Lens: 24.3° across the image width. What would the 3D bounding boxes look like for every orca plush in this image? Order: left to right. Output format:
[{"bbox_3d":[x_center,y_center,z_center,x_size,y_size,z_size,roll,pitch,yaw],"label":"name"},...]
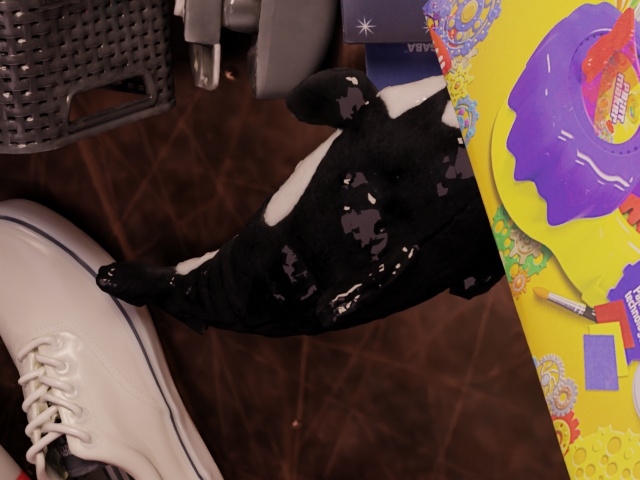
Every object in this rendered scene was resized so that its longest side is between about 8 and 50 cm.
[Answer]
[{"bbox_3d":[0.000,0.000,0.776,0.287,0.102,0.151,-13,117,25],"label":"orca plush"}]

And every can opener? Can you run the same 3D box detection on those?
[{"bbox_3d":[-0.033,-0.211,0.758,0.095,0.076,0.283,0,112,-13],"label":"can opener"}]

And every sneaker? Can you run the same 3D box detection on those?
[{"bbox_3d":[-0.139,0.095,0.887,0.094,0.091,0.258,-29,97,28],"label":"sneaker"}]

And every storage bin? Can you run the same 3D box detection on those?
[{"bbox_3d":[-0.178,-0.110,0.789,0.180,0.122,0.084,11,113,35],"label":"storage bin"}]

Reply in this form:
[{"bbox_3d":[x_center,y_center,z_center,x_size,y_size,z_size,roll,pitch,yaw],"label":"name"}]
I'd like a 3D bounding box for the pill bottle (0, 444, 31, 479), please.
[{"bbox_3d":[-0.175,0.329,0.907,0.229,0.229,0.407,-36,96,28],"label":"pill bottle"}]

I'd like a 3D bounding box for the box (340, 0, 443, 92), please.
[{"bbox_3d":[0.073,-0.175,0.736,0.136,0.036,0.225,1,111,21],"label":"box"}]

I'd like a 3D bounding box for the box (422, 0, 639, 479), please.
[{"bbox_3d":[0.218,0.001,0.540,0.279,0.290,0.177,27,124,-31],"label":"box"}]
